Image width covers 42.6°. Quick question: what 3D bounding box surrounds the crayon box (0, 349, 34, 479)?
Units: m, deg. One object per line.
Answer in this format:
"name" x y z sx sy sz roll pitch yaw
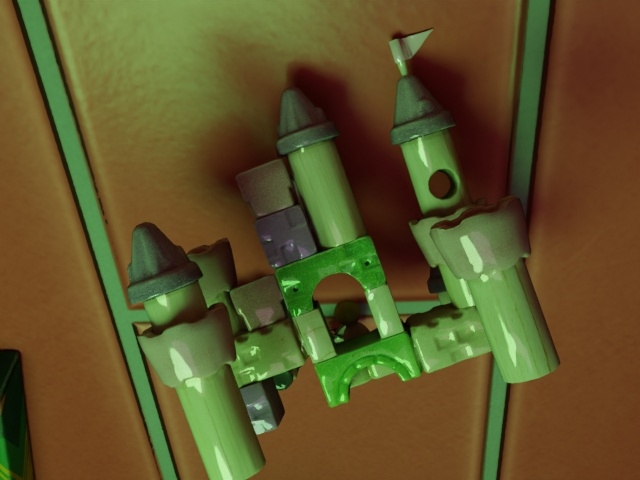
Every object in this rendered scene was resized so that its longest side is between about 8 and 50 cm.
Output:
"crayon box" -0.447 0.255 0.957 0.202 0.081 0.318 6 129 -4

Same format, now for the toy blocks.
"toy blocks" 0.000 0.000 0.686 0.289 0.309 0.260 -21 93 3
